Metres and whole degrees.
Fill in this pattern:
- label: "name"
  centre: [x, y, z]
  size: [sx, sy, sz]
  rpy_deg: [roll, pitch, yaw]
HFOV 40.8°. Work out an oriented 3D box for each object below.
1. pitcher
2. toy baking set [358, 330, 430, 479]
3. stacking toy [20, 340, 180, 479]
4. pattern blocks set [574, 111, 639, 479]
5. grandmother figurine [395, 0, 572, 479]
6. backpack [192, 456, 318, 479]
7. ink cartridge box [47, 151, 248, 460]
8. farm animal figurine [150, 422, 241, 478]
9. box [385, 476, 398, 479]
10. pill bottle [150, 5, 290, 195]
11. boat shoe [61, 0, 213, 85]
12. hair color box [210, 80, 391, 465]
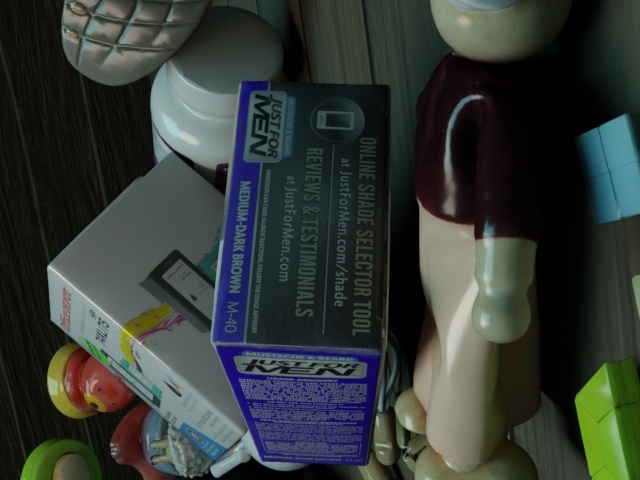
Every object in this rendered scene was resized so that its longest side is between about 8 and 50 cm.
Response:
- label: "pitcher"
  centre: [-0.071, 0.264, 1.171]
  size: [0.125, 0.178, 0.207]
  rpy_deg: [49, 164, 2]
- label: "toy baking set"
  centre: [0.073, 0.193, 0.854]
  size: [0.256, 0.030, 0.196]
  rpy_deg: [-123, 31, -41]
- label: "stacking toy"
  centre: [-0.292, 0.323, 1.323]
  size: [0.309, 0.130, 0.279]
  rpy_deg: [45, -134, -37]
- label: "pattern blocks set"
  centre: [0.186, 0.096, 0.331]
  size: [0.285, 0.026, 0.325]
  rpy_deg: [-170, 69, -75]
- label: "grandmother figurine"
  centre: [0.089, -0.028, 0.480]
  size: [0.208, 0.104, 0.342]
  rpy_deg: [-119, 25, -58]
- label: "backpack"
  centre: [-0.108, 0.437, 1.274]
  size: [0.273, 0.290, 0.355]
  rpy_deg: [64, 176, -14]
- label: "ink cartridge box"
  centre: [-0.147, 0.081, 0.998]
  size: [0.270, 0.197, 0.198]
  rpy_deg: [40, 153, 3]
- label: "farm animal figurine"
  centre: [-0.143, 0.175, 1.356]
  size: [0.327, 0.172, 0.330]
  rpy_deg: [-1, -99, -68]
- label: "box"
  centre: [0.058, 0.370, 0.774]
  size: [0.163, 0.142, 0.247]
  rpy_deg: [41, 144, 44]
- label: "pill bottle"
  centre: [-0.119, -0.134, 1.043]
  size: [0.301, 0.169, 0.169]
  rpy_deg: [106, 149, -61]
- label: "boat shoe"
  centre: [-0.135, -0.309, 0.867]
  size: [0.355, 0.132, 0.130]
  rpy_deg: [-49, 11, 23]
- label: "hair color box"
  centre: [-0.005, 0.050, 0.664]
  size: [0.339, 0.110, 0.185]
  rpy_deg: [91, -178, -64]
